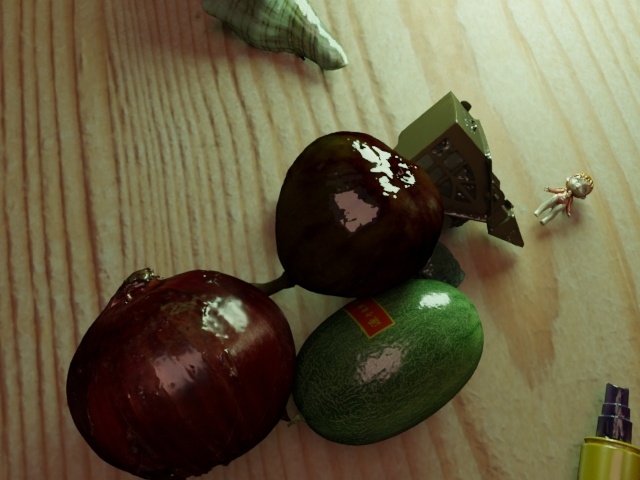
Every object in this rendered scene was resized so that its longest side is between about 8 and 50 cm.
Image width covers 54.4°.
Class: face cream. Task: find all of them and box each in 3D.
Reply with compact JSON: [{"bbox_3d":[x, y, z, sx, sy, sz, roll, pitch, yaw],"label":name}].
[{"bbox_3d":[0.382,0.326,0.826,0.078,0.078,0.274,16,70,2],"label":"face cream"}]

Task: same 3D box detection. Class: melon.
[{"bbox_3d":[0.079,0.160,0.809,0.287,0.182,0.182,-29,75,-15],"label":"melon"}]

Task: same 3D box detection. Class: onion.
[{"bbox_3d":[-0.168,0.152,0.747,0.276,0.276,0.276,1,70,-4],"label":"onion"}]

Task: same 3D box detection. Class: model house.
[{"bbox_3d":[0.164,0.047,0.929,0.078,0.066,0.083,-43,96,-28],"label":"model house"},{"bbox_3d":[0.215,-0.064,0.939,0.176,0.181,0.248,-38,106,23],"label":"model house"}]

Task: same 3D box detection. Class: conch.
[{"bbox_3d":[-0.105,-0.434,1.026,0.203,0.169,0.386,-37,73,10],"label":"conch"}]

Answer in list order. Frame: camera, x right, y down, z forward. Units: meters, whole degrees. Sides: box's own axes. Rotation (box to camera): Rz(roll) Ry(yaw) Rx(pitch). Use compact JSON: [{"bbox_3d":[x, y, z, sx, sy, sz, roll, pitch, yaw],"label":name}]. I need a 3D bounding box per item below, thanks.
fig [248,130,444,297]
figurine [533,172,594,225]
[{"bbox_3d":[0.000,0.000,0.830,0.217,0.321,0.217,25,48,-30],"label":"fig"},{"bbox_3d":[0.384,-0.067,0.988,0.109,0.047,0.064,-38,84,-7],"label":"figurine"}]
